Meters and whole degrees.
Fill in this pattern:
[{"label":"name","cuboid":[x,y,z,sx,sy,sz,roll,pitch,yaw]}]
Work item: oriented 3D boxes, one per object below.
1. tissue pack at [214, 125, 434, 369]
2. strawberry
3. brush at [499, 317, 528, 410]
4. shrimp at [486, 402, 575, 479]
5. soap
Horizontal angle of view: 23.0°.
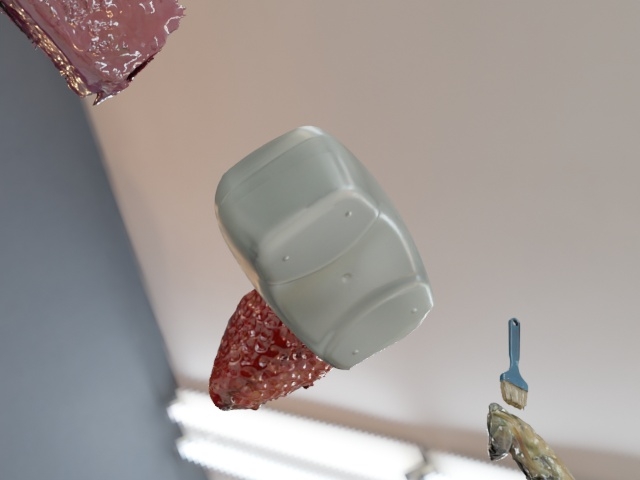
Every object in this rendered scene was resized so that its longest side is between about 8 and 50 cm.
[{"label":"tissue pack","cuboid":[0.000,0.000,2.238,0.333,0.229,0.236,55,1,-41]},{"label":"strawberry","cuboid":[-0.090,0.193,2.604,0.205,0.244,0.205,27,-40,25]},{"label":"brush","cuboid":[0.298,0.185,2.423,0.014,0.051,0.164,-39,-148,41]},{"label":"shrimp","cuboid":[0.292,0.346,2.202,0.071,0.365,0.233,-37,-88,18]},{"label":"soap","cuboid":[-0.242,-0.281,1.577,0.112,0.182,0.289,175,-95,-68]}]
